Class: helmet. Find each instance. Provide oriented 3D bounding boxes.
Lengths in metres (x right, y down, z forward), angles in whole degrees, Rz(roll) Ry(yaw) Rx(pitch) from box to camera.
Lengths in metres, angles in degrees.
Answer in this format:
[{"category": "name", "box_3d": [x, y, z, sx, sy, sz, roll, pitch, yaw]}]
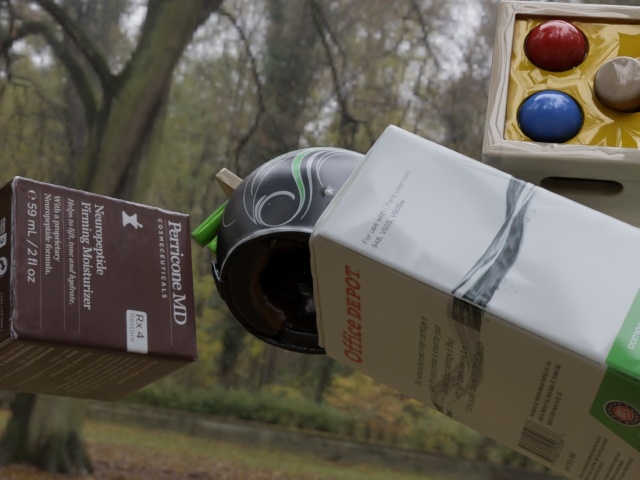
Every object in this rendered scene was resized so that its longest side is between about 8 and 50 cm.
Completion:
[{"category": "helmet", "box_3d": [0.000, 0.000, 0.936, 0.169, 0.169, 0.161, 7, 34, 10]}]

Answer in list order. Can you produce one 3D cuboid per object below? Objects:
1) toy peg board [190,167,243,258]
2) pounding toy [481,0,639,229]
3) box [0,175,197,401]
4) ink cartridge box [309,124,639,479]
[{"category": "toy peg board", "box_3d": [-0.056, 0.028, 1.204, 0.161, 0.079, 0.160, 35, -17, 41]}, {"category": "pounding toy", "box_3d": [0.168, -0.087, 0.637, 0.141, 0.130, 0.100, 5, -29, 10]}, {"category": "box", "box_3d": [-0.257, 0.057, 1.141, 0.203, 0.168, 0.167, 12, -29, -38]}, {"category": "ink cartridge box", "box_3d": [0.106, 0.044, 0.617, 0.208, 0.087, 0.153, 25, -27, 16]}]
